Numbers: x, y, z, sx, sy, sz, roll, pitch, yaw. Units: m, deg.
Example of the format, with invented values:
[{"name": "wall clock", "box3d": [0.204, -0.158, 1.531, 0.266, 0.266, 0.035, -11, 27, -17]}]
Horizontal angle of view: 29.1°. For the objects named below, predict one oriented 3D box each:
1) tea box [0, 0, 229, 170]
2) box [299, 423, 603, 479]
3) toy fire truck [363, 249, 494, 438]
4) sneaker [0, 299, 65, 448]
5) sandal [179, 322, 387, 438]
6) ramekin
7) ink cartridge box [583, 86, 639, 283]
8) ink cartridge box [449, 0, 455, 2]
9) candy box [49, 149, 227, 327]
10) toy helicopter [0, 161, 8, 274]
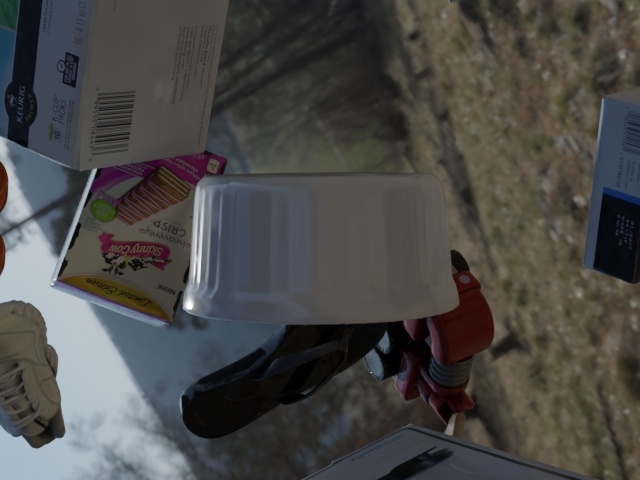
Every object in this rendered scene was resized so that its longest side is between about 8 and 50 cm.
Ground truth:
[{"name": "tea box", "box3d": [-0.293, -0.292, 1.430, 0.323, 0.220, 0.329, 23, 112, 32]}, {"name": "box", "box3d": [0.056, 0.188, 0.663, 0.290, 0.169, 0.087, -2, 111, 68]}, {"name": "toy fire truck", "box3d": [0.159, 0.172, 1.618, 0.246, 0.158, 0.217, 53, 150, 34]}, {"name": "sneaker", "box3d": [-0.351, 0.157, 1.423, 0.292, 0.110, 0.118, 81, 168, -67]}, {"name": "sandal", "box3d": [-0.030, 0.139, 1.293, 0.097, 0.254, 0.054, 46, -166, -36]}, {"name": "ramekin", "box3d": [0.000, 0.000, 1.232, 0.277, 0.277, 0.135, -155, 64, -79]}, {"name": "ink cartridge box", "box3d": [0.380, -0.078, 1.170, 0.065, 0.333, 0.165, 22, 120, 43]}, {"name": "ink cartridge box", "box3d": [0.209, -0.421, 1.543, 0.093, 0.154, 0.212, 57, -159, -56]}, {"name": "candy box", "box3d": [-0.234, -0.024, 1.594, 0.159, 0.233, 0.071, 21, 164, -15]}, {"name": "toy helicopter", "box3d": [-0.479, -0.022, 1.146, 0.235, 0.355, 0.140, 48, 146, 21]}]
